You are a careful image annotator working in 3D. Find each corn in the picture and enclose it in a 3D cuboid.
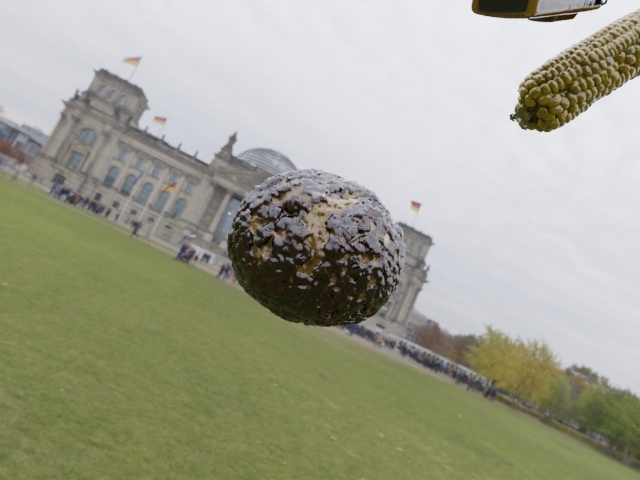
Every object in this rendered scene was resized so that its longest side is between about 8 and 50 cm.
[{"bbox_3d":[0.439,-0.278,0.710,0.102,0.312,0.102,56,3,-4],"label":"corn"}]

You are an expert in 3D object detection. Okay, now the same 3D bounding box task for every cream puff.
[{"bbox_3d":[0.000,0.000,0.618,0.238,0.165,0.239,16,28,-9],"label":"cream puff"}]

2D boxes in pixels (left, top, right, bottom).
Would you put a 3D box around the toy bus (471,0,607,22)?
[{"bbox_3d":[0.290,-0.340,0.591,0.200,0.114,0.098,-23,38,-35],"label":"toy bus"}]
